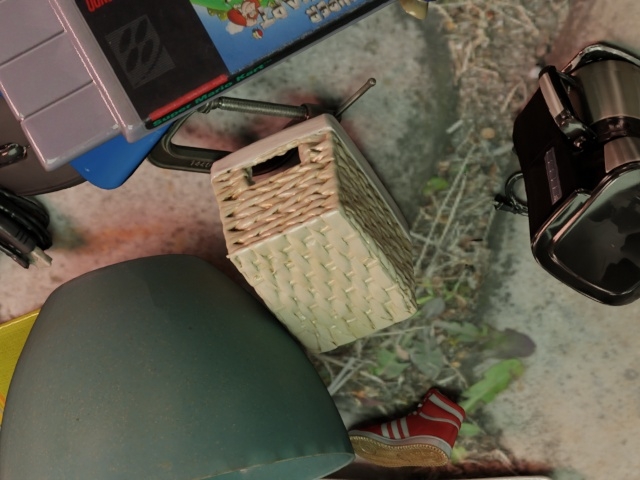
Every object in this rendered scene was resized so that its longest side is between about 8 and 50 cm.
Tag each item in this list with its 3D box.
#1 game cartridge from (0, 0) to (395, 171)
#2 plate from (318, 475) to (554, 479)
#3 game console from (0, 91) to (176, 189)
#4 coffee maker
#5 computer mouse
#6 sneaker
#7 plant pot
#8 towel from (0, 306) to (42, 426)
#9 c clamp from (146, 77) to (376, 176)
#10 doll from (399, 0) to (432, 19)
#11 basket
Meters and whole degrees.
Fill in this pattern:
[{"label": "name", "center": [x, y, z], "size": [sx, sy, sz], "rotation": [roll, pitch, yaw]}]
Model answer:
[{"label": "game cartridge", "center": [-0.074, -0.220, 1.078], "size": [0.355, 0.068, 0.230], "rotation": [-29, 88, -5]}, {"label": "plate", "center": [0.082, 0.349, 1.596], "size": [0.277, 0.045, 0.278], "rotation": [-1, 106, -4]}, {"label": "game console", "center": [-0.166, -0.223, 1.176], "size": [0.293, 0.173, 0.250], "rotation": [46, 148, -3]}, {"label": "coffee maker", "center": [0.211, -0.035, 1.272], "size": [0.120, 0.178, 0.171], "rotation": [11, 126, -6]}, {"label": "computer mouse", "center": [-0.210, -0.087, 1.306], "size": [0.272, 0.072, 0.188], "rotation": [-33, 119, 23]}, {"label": "sneaker", "center": [0.081, 0.171, 1.518], "size": [0.118, 0.067, 0.042], "rotation": [-1, 136, 40]}, {"label": "plant pot", "center": [-0.136, 0.124, 1.353], "size": [0.290, 0.195, 0.290], "rotation": [-15, 167, -4]}, {"label": "towel", "center": [-0.271, 0.117, 1.490], "size": [0.237, 0.021, 0.102], "rotation": [-22, 124, 16]}, {"label": "c clamp", "center": [-0.056, -0.094, 1.300], "size": [0.161, 0.022, 0.137], "rotation": [0, 147, -32]}, {"label": "doll", "center": [0.094, -0.253, 1.194], "size": [0.129, 0.046, 0.189], "rotation": [24, 124, -17]}, {"label": "basket", "center": [0.000, 0.000, 1.324], "size": [0.113, 0.103, 0.167], "rotation": [-23, 137, 14]}]
